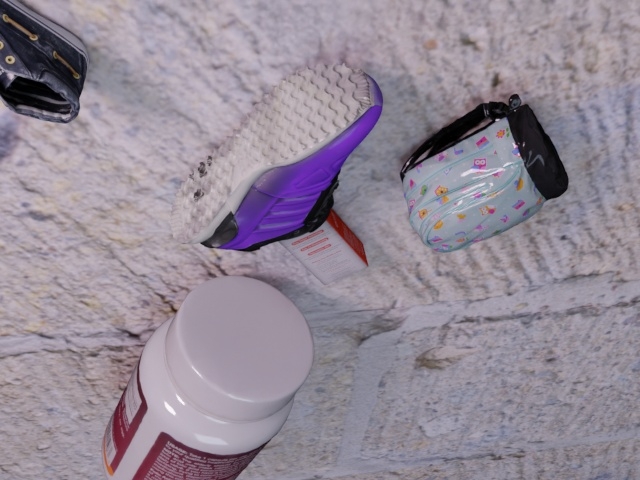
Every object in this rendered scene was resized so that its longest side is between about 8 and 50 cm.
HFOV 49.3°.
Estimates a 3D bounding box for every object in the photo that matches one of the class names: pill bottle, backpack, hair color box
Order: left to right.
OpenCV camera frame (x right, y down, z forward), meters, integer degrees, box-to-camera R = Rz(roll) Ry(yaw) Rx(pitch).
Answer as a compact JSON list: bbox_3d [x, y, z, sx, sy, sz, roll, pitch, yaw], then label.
[{"bbox_3d":[-0.172,0.236,1.021,0.224,0.224,0.392,9,139,-25],"label":"pill bottle"},{"bbox_3d":[0.000,0.000,0.908,0.072,0.043,0.141,-24,142,16],"label":"hair color box"},{"bbox_3d":[0.183,-0.066,0.812,0.182,0.115,0.152,-26,143,23],"label":"backpack"}]

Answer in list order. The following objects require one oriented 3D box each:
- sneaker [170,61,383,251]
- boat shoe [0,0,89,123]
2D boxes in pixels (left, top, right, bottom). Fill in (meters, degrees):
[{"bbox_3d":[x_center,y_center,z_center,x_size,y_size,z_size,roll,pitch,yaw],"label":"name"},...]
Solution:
[{"bbox_3d":[-0.026,-0.075,0.770,0.293,0.102,0.146,-33,142,33],"label":"sneaker"},{"bbox_3d":[-0.281,-0.169,0.585,0.183,0.083,0.065,24,131,-37],"label":"boat shoe"}]
